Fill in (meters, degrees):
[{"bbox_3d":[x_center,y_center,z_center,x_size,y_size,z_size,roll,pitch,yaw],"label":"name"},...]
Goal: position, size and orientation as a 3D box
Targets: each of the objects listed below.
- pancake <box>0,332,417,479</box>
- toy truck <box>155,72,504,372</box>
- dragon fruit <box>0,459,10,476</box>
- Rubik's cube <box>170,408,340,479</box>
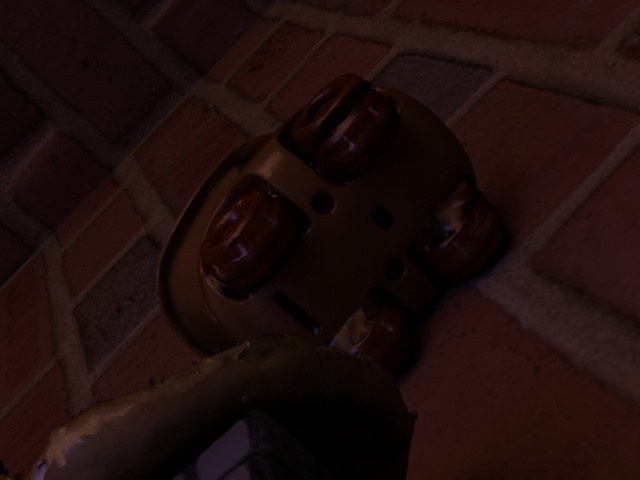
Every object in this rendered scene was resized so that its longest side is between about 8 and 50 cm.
[{"bbox_3d":[-0.084,0.187,0.714,0.356,0.356,0.065,-43,57,8],"label":"pancake"},{"bbox_3d":[0.000,0.000,1.018,0.288,0.204,0.211,-52,19,-10],"label":"toy truck"},{"bbox_3d":[-0.314,0.287,1.043,0.268,0.295,0.130,39,97,38],"label":"dragon fruit"},{"bbox_3d":[-0.023,0.269,0.530,0.238,0.237,0.237,-44,22,6],"label":"Rubik's cube"}]
